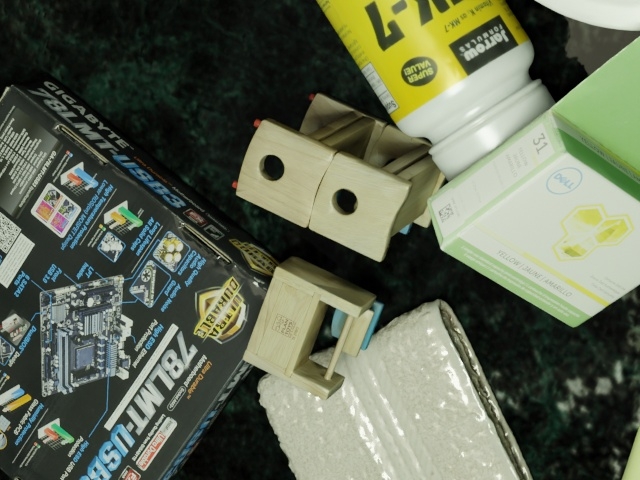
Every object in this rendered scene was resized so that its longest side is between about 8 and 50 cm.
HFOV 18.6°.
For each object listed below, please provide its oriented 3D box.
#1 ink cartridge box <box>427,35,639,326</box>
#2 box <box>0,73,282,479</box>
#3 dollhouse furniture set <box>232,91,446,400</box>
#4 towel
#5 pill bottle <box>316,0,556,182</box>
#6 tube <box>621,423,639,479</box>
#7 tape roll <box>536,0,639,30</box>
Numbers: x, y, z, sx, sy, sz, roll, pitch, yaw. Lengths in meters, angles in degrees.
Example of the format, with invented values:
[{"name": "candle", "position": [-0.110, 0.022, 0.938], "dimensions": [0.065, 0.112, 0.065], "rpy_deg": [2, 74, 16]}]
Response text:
[{"name": "ink cartridge box", "position": [0.218, -0.046, 1.414], "dimensions": [0.235, 0.171, 0.056], "rpy_deg": [-37, 46, 25]}, {"name": "box", "position": [-0.206, 0.064, 1.646], "dimensions": [0.293, 0.073, 0.295], "rpy_deg": [37, 112, 8]}, {"name": "dollhouse furniture set", "position": [0.000, 0.000, 1.521], "dimensions": [0.129, 0.129, 0.184], "rpy_deg": [26, 111, 14]}, {"name": "towel", "position": [0.078, 0.206, 1.587], "dimensions": [0.187, 0.049, 0.282], "rpy_deg": [-24, 93, 23]}, {"name": "pill bottle", "position": [0.084, -0.153, 1.458], "dimensions": [0.119, 0.119, 0.208], "rpy_deg": [-33, 90, 24]}, {"name": "tube", "position": [0.254, 0.229, 1.520], "dimensions": [0.062, 0.070, 0.240], "rpy_deg": [39, 111, 53]}, {"name": "tape roll", "position": [0.233, -0.292, 1.379], "dimensions": [0.286, 0.100, 0.286], "rpy_deg": [5, 104, 19]}]
